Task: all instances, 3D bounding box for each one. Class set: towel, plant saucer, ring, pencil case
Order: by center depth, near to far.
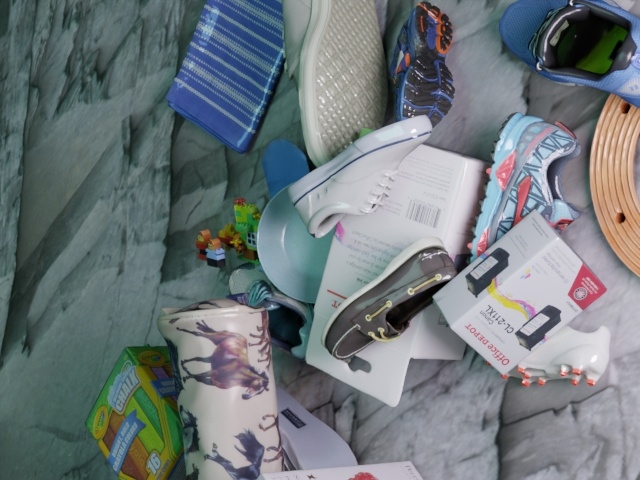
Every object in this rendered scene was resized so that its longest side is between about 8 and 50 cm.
[{"bbox_3d":[0.470,-0.095,1.399,0.336,0.032,0.337,-8,79,45],"label":"ring"},{"bbox_3d":[-0.141,0.289,1.754,0.183,0.159,0.411,1,99,60],"label":"pencil case"},{"bbox_3d":[0.000,0.000,1.817,0.194,0.037,0.195,0,88,11],"label":"plant saucer"},{"bbox_3d":[-0.145,-0.344,2.044,0.243,0.040,0.336,37,111,40],"label":"towel"}]

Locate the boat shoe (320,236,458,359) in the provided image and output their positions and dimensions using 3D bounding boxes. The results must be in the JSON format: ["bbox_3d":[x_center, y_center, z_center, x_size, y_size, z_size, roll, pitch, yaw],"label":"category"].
[{"bbox_3d":[0.088,0.091,1.558,0.228,0.081,0.069,-46,54,26],"label":"boat shoe"}]

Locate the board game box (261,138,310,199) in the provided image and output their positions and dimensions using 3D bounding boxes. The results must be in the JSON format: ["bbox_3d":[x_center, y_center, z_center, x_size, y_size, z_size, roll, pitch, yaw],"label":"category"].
[{"bbox_3d":[-0.036,-0.084,1.900,0.133,0.033,0.169,-4,102,56],"label":"board game box"}]

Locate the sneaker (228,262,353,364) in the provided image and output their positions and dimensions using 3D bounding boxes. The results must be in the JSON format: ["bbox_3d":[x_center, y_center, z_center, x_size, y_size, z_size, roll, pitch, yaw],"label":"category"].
[{"bbox_3d":[-0.067,0.102,1.855,0.283,0.122,0.110,31,107,43],"label":"sneaker"}]

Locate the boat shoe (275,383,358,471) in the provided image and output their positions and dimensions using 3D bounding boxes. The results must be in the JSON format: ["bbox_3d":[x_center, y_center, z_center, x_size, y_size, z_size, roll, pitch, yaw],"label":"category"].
[{"bbox_3d":[-0.031,0.323,1.829,0.258,0.095,0.084,45,137,42],"label":"boat shoe"}]

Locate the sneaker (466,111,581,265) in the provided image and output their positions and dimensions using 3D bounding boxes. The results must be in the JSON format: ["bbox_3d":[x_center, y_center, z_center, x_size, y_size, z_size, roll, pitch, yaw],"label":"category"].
[{"bbox_3d":[0.269,-0.028,1.536,0.125,0.104,0.262,16,103,24],"label":"sneaker"}]

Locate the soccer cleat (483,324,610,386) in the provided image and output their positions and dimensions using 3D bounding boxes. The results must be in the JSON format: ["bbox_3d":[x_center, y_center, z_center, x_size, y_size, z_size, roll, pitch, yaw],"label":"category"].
[{"bbox_3d":[0.295,0.145,1.533,0.196,0.068,0.076,-4,53,52],"label":"soccer cleat"}]

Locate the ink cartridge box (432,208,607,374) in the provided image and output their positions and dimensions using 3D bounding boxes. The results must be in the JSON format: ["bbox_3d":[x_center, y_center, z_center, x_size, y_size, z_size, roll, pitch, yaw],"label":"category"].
[{"bbox_3d":[0.250,0.068,1.489,0.175,0.127,0.072,-42,35,11],"label":"ink cartridge box"}]

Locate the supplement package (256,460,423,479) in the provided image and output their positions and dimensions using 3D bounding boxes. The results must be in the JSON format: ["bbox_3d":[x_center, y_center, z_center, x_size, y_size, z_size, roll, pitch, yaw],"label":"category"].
[{"bbox_3d":[0.027,0.425,1.600,0.175,0.293,0.177,-56,51,26],"label":"supplement package"}]

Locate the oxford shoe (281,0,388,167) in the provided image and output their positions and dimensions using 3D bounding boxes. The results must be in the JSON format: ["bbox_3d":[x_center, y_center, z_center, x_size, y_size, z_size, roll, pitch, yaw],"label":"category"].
[{"bbox_3d":[0.004,-0.299,1.802,0.130,0.169,0.450,-22,63,39],"label":"oxford shoe"}]

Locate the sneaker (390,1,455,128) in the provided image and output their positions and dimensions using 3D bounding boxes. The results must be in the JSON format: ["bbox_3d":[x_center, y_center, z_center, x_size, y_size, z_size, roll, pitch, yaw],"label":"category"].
[{"bbox_3d":[0.141,-0.235,1.702,0.087,0.083,0.221,-41,32,52],"label":"sneaker"}]

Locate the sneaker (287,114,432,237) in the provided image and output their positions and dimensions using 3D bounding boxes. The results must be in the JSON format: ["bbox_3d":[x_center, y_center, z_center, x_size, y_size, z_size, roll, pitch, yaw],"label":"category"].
[{"bbox_3d":[0.065,-0.085,1.612,0.258,0.094,0.091,-32,81,43],"label":"sneaker"}]

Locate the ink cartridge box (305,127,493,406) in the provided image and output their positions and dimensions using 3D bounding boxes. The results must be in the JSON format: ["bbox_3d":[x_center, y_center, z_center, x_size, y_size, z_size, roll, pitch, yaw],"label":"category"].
[{"bbox_3d":[0.120,0.039,1.674,0.207,0.119,0.354,23,101,43],"label":"ink cartridge box"}]

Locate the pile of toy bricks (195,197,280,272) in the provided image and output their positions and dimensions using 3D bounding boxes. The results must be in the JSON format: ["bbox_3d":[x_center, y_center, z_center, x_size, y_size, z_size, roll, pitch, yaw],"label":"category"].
[{"bbox_3d":[-0.116,-0.017,1.911,0.212,0.118,0.105,12,113,47],"label":"pile of toy bricks"}]

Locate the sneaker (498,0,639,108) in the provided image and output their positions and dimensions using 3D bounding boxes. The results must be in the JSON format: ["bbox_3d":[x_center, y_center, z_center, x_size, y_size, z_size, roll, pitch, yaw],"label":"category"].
[{"bbox_3d":[0.318,-0.256,1.463,0.330,0.147,0.130,36,105,58],"label":"sneaker"}]

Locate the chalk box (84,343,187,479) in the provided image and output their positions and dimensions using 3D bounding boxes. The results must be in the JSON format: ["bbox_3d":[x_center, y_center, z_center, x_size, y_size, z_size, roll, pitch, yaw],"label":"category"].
[{"bbox_3d":[-0.261,0.294,1.989,0.289,0.179,0.180,45,116,38],"label":"chalk box"}]
